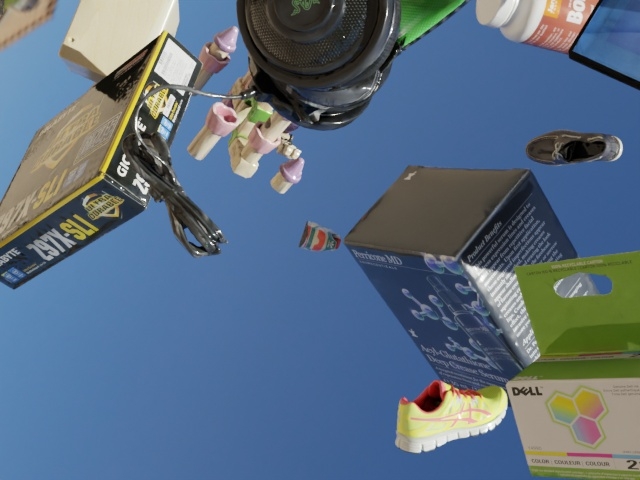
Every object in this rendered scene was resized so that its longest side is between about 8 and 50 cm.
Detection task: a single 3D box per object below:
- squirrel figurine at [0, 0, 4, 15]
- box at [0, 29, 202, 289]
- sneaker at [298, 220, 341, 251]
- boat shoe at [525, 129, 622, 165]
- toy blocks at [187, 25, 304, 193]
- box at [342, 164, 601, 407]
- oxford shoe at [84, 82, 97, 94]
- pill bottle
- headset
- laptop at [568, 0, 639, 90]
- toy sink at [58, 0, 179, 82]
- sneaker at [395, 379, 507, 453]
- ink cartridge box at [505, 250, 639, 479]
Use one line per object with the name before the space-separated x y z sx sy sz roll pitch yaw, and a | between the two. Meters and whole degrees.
squirrel figurine | -0.447 -0.405 0.910 0.281 0.396 0.370 -51 -167 41
box | -0.309 -0.100 1.234 0.322 0.079 0.257 -25 -140 39
sneaker | 0.000 0.000 1.831 0.161 0.075 0.057 -89 -162 -87
boat shoe | 0.502 -0.190 1.902 0.206 0.065 0.075 4 -86 39
toy blocks | -0.105 -0.302 2.021 0.260 0.308 0.289 -46 -142 30
box | 0.282 0.084 1.618 0.212 0.395 0.293 -47 -152 -21
oxford shoe | -0.487 -0.181 1.904 0.364 0.130 0.133 -55 174 33
pill bottle | 0.374 -0.380 1.556 0.121 0.216 0.121 -172 -90 -70
headset | 0.012 -0.154 0.820 0.394 0.185 0.243 -31 174 -4
laptop | 0.514 -0.349 1.319 0.136 0.234 0.264 -44 155 -40
toy sink | -0.302 -0.308 1.419 0.234 0.131 0.153 -158 -90 -82
sneaker | 0.208 0.258 1.470 0.081 0.208 0.094 11 -67 59
ink cartridge box | 0.325 0.156 1.151 0.188 0.255 0.097 -10 -169 43
